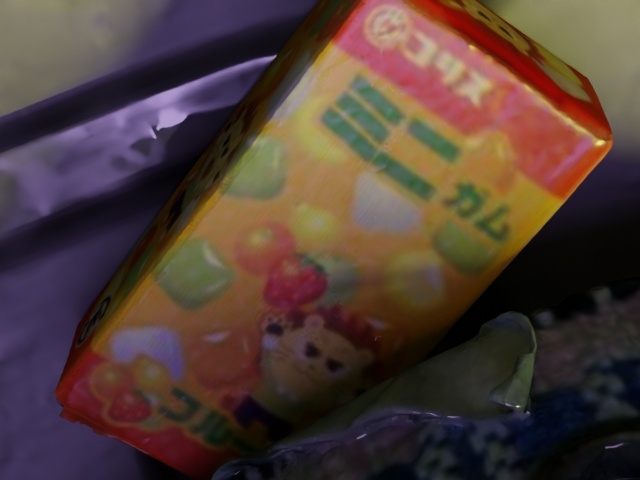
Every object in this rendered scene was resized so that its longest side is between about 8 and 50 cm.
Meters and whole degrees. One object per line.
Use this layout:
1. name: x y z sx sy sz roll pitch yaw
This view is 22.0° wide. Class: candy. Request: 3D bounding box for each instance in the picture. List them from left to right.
1. candy: 0.000 0.000 0.360 0.062 0.038 0.122 33 111 -16

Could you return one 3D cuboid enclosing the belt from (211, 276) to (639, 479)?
1. belt: 0.074 0.119 0.349 0.257 0.150 0.207 -26 128 6
